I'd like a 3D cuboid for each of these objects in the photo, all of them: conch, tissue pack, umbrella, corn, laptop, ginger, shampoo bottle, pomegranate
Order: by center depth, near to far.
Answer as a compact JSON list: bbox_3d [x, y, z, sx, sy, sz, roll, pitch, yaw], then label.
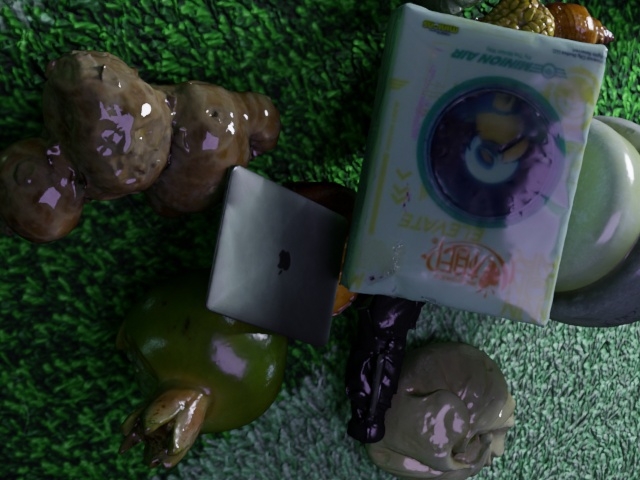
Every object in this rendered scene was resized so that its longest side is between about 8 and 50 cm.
[{"bbox_3d":[-0.220,-0.121,1.504,0.375,0.176,0.256,-7,130,-33],"label":"ginger"},{"bbox_3d":[-0.052,0.027,1.571,0.269,0.015,0.188,24,72,-53],"label":"laptop"},{"bbox_3d":[-0.164,0.173,1.586,0.235,0.302,0.236,6,123,9],"label":"pomegranate"},{"bbox_3d":[0.200,-0.100,1.632,0.287,0.162,0.388,11,94,-2],"label":"tissue pack"},{"bbox_3d":[0.212,-0.248,1.745,0.291,0.101,0.101,-37,126,3],"label":"corn"},{"bbox_3d":[0.103,0.142,1.824,0.113,0.106,0.358,5,101,-25],"label":"umbrella"},{"bbox_3d":[0.337,-0.317,1.833,0.232,0.080,0.086,-8,103,-3],"label":"conch"},{"bbox_3d":[0.416,-0.026,1.848,0.317,0.322,0.323,24,95,-47],"label":"shampoo bottle"}]

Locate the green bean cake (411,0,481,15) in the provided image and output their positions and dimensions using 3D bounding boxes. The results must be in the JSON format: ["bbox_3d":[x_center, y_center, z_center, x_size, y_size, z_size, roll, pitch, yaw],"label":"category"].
[{"bbox_3d":[0.209,-0.421,1.690,0.181,0.094,0.173,-24,120,-23],"label":"green bean cake"}]

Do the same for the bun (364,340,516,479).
[{"bbox_3d":[0.205,0.288,1.946,0.259,0.160,0.259,-11,112,-27],"label":"bun"}]

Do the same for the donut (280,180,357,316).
[{"bbox_3d":[0.001,0.002,1.739,0.141,0.085,0.217,-17,117,-28],"label":"donut"}]
